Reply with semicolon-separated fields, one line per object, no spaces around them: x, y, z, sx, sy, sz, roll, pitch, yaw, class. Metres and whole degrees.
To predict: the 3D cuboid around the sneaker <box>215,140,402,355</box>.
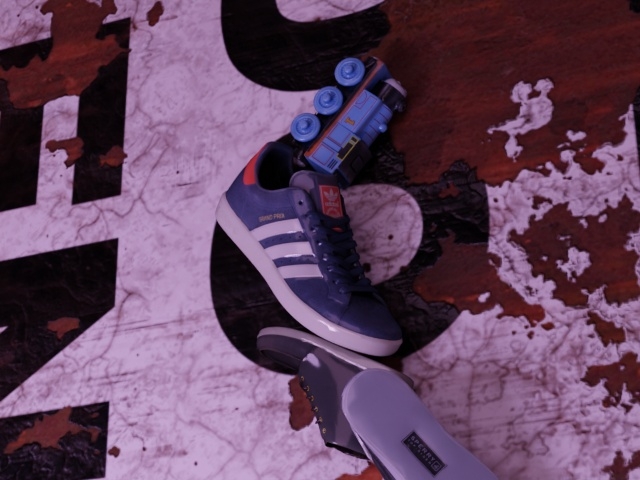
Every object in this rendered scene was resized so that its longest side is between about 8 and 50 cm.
0.000;0.000;2.004;0.350;0.131;0.148;45;114;33;sneaker

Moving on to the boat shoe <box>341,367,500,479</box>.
0.130;0.286;1.842;0.113;0.105;0.306;-42;80;-11;boat shoe

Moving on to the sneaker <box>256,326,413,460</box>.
-0.004;0.189;1.965;0.222;0.083;0.118;18;76;30;sneaker

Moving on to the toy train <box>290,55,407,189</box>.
0.040;-0.162;2.117;0.105;0.080;0.184;36;82;24;toy train
